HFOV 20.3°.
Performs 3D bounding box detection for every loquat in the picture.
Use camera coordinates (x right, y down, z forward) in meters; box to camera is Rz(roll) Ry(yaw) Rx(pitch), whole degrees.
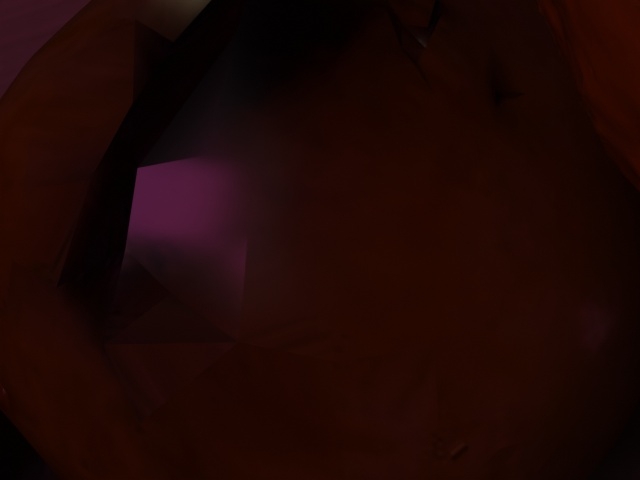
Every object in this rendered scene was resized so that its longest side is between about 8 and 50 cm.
[{"bbox_3d":[0.000,0.000,0.591,0.235,0.235,0.235,-11,72,37],"label":"loquat"}]

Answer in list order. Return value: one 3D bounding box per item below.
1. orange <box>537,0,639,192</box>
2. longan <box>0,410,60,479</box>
[{"bbox_3d":[0.198,-0.118,0.410,0.341,0.293,0.340,-4,83,40],"label":"orange"},{"bbox_3d":[-0.186,0.059,0.781,0.204,0.159,0.185,28,118,2],"label":"longan"}]
